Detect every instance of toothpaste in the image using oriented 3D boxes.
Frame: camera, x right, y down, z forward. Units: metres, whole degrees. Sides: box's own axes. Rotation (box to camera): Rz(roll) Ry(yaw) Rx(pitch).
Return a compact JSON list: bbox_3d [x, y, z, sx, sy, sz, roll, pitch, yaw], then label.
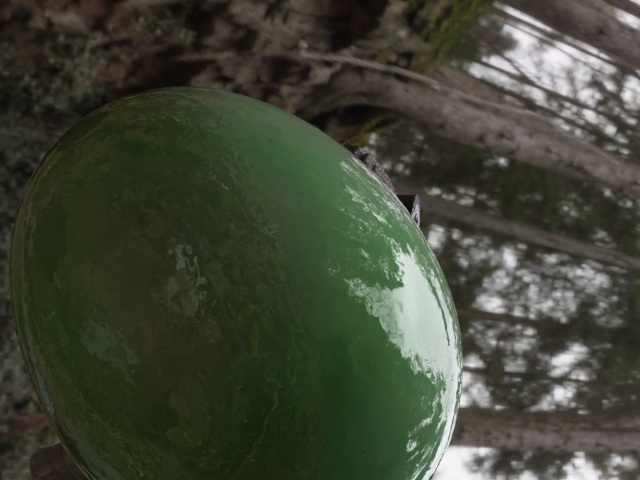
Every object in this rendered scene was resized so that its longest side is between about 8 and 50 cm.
[{"bbox_3d":[-0.234,0.238,1.585,0.299,0.114,0.073,-29,-92,15],"label":"toothpaste"}]

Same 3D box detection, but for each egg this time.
[{"bbox_3d":[-0.045,0.044,0.662,0.220,0.220,0.270,-25,-78,38],"label":"egg"}]

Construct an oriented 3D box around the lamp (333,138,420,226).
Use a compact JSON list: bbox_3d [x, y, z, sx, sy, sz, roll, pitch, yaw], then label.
[{"bbox_3d":[0.000,0.000,1.453,0.247,0.247,0.247,-9,-103,42],"label":"lamp"}]
